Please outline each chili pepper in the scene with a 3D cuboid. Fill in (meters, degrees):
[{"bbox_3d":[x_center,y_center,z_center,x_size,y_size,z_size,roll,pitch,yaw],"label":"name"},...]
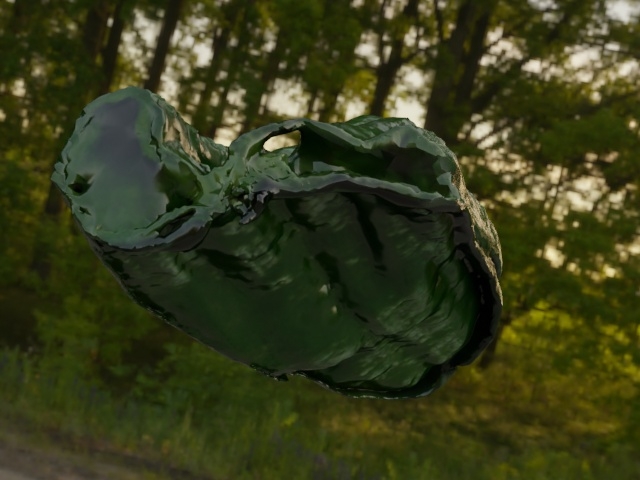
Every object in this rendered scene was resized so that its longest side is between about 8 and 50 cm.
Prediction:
[{"bbox_3d":[0.000,-0.011,0.684,0.385,0.213,0.167,30,27,-56],"label":"chili pepper"}]
